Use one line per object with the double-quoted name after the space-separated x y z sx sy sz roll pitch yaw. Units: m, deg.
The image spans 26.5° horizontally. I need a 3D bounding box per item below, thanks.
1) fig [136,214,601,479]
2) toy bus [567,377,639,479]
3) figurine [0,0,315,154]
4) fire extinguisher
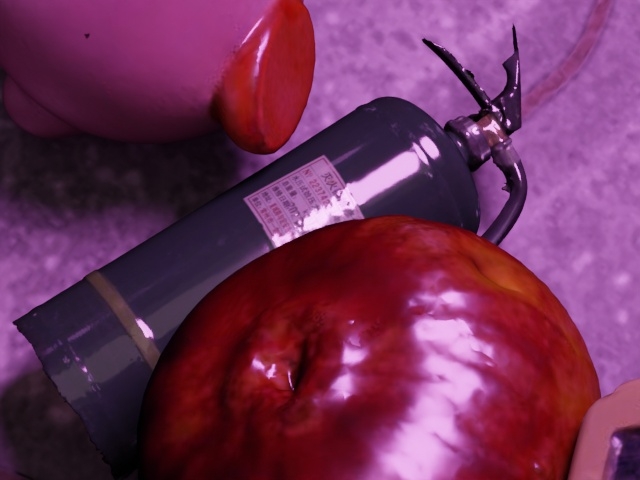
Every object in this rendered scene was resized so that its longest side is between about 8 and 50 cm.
0.032 0.118 0.577 0.186 0.249 0.204 -7 50 16 "fig"
0.246 0.186 0.511 0.365 0.177 0.202 32 60 -36 "toy bus"
-0.089 -0.131 0.663 0.173 0.173 0.173 1 73 -5 "figurine"
0.000 0.000 0.671 0.294 0.093 0.118 -32 91 -14 "fire extinguisher"
